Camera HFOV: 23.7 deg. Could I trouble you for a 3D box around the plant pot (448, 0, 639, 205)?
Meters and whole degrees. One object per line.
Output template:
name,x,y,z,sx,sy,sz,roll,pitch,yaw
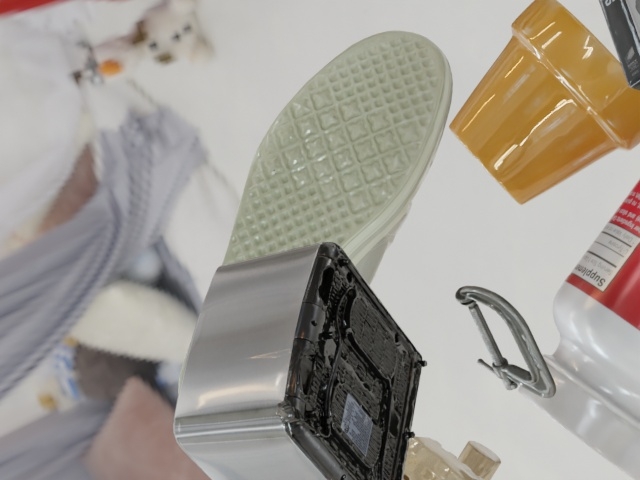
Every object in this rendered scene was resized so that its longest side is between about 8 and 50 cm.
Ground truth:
plant pot,0.259,-0.148,1.769,0.205,0.188,0.205,46,-172,-8

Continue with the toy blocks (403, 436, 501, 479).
toy blocks,0.125,0.369,1.486,0.288,0.309,0.260,37,102,32

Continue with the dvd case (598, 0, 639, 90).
dvd case,0.279,-0.210,1.242,0.029,0.179,0.238,-36,56,38

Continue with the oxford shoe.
oxford shoe,0.000,0.000,1.527,0.169,0.130,0.449,26,91,26

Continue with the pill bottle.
pill bottle,0.402,0.051,1.655,0.229,0.407,0.229,36,-178,-1

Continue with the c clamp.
c clamp,0.173,0.099,1.500,0.137,0.022,0.160,33,155,48

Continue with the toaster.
toaster,-0.013,0.108,1.109,0.110,0.168,0.185,-11,138,27
